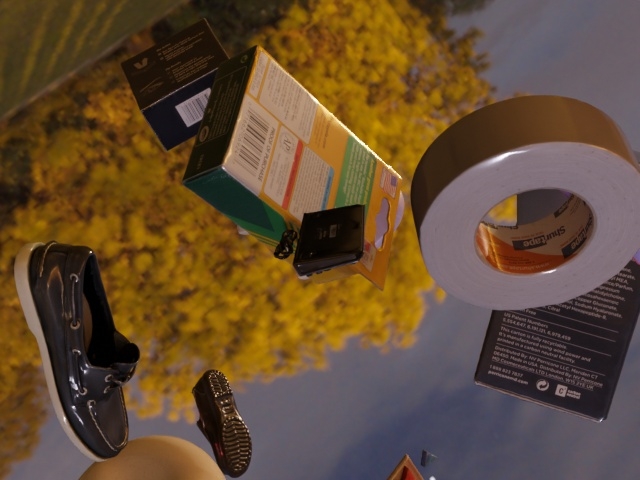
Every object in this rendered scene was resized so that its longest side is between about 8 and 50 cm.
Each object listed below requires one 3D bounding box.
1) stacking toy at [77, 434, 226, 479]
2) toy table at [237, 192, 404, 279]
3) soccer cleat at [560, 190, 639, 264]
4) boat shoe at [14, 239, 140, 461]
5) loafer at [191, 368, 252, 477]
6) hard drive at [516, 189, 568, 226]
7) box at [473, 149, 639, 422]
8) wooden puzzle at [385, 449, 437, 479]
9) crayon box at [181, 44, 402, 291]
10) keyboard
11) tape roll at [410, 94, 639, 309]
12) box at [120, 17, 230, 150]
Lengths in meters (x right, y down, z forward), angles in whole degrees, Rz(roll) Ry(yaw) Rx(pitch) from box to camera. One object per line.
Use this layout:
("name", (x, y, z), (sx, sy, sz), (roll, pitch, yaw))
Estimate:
("stacking toy", (-0.175, 0.543, 1.547), (0.351, 0.480, 0.350), (-15, -121, 26))
("toy table", (-0.005, -0.051, 1.724), (0.274, 0.252, 0.161), (-30, 159, 27))
("soccer cleat", (0.313, -0.054, 1.069), (0.083, 0.095, 0.248), (-19, -159, -2))
("boat shoe", (-0.306, 0.153, 1.282), (0.113, 0.340, 0.127), (-9, -162, 11))
("loafer", (-0.201, 0.371, 1.876), (0.078, 0.220, 0.080), (-33, 154, 35))
("hard drive", (0.297, -0.014, 1.185), (0.094, 0.135, 0.022), (-1, 177, 22))
("box", (0.412, 0.041, 1.521), (0.293, 0.212, 0.395), (-32, 136, -71))
("wooden puzzle", (0.077, 0.258, 0.945), (0.014, 0.078, 0.116), (28, -105, 36))
("crayon box", (-0.026, -0.082, 1.278), (0.083, 0.323, 0.203), (-17, -132, 39))
("keyboard", (0.000, 0.000, 1.100), (0.108, 0.023, 0.180), (-10, -162, 7))
("tape roll", (0.199, -0.030, 0.899), (0.219, 0.219, 0.072), (-32, -143, 24))
("box", (-0.211, -0.246, 1.471), (0.156, 0.093, 0.158), (-29, -136, -1))
